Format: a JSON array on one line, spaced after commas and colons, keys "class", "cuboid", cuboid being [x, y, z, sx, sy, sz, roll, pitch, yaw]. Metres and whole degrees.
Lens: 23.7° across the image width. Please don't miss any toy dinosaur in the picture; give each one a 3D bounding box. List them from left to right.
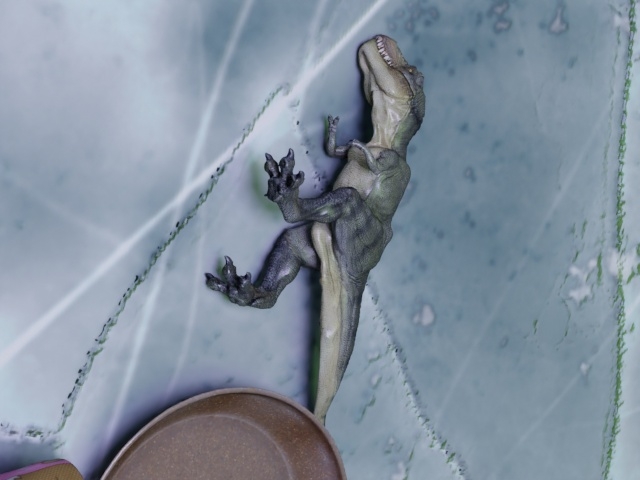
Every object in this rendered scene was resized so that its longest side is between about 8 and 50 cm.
[{"class": "toy dinosaur", "cuboid": [0.000, 0.000, 0.952, 0.118, 0.064, 0.268, 8, 99, -42]}]

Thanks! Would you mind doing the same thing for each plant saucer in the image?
[{"class": "plant saucer", "cuboid": [-0.072, 0.184, 0.957, 0.199, 0.036, 0.198, -8, 105, -33]}]

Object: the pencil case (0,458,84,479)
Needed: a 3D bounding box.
[{"class": "pencil case", "cuboid": [-0.275, 0.220, 0.752, 0.386, 0.160, 0.167, -8, 144, -34]}]
